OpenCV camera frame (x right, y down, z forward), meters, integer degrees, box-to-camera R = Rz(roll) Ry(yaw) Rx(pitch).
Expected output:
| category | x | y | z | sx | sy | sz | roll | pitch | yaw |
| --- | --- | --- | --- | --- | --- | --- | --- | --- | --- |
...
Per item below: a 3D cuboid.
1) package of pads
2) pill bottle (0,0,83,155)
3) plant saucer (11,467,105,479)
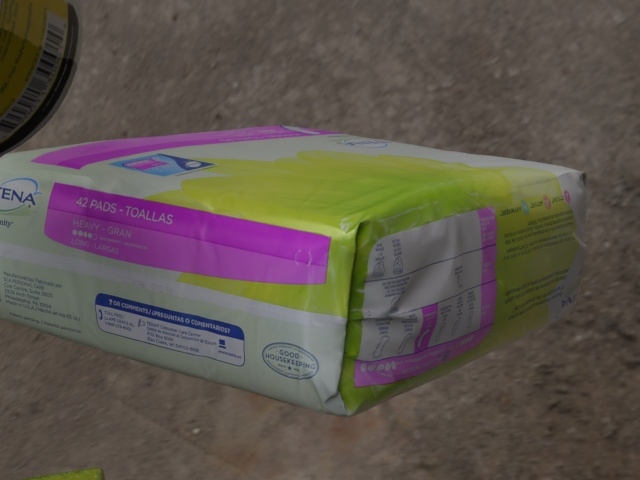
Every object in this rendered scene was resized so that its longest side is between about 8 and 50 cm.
| category | x | y | z | sx | sy | sz | roll | pitch | yaw |
| --- | --- | --- | --- | --- | --- | --- | --- | --- | --- |
| package of pads | 0.000 | 0.000 | 0.775 | 0.296 | 0.229 | 0.101 | -14 | 112 | -58 |
| pill bottle | -0.173 | -0.093 | 0.507 | 0.119 | 0.208 | 0.119 | 0 | 87 | 9 |
| plant saucer | -0.234 | 0.266 | 0.991 | 0.188 | 0.045 | 0.188 | -2 | 107 | -39 |
